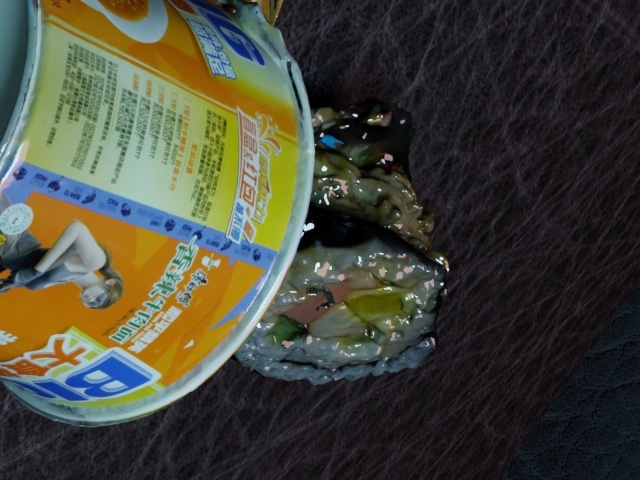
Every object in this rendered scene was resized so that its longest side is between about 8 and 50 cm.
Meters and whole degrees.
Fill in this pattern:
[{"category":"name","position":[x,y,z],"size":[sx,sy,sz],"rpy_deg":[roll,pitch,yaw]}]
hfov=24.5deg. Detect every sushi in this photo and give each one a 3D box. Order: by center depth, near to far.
[{"category":"sushi","position":[0.000,-0.005,1.268],"size":[0.225,0.218,0.238],"rpy_deg":[11,150,-23]}]

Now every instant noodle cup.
[{"category":"instant noodle cup","position":[-0.178,-0.050,0.853],"size":[0.296,0.296,0.214],"rpy_deg":[-55,145,7]}]

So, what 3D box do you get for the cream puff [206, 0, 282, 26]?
[{"category":"cream puff","position":[-0.079,-0.163,1.032],"size":[0.133,0.104,0.119],"rpy_deg":[89,14,-60]}]
